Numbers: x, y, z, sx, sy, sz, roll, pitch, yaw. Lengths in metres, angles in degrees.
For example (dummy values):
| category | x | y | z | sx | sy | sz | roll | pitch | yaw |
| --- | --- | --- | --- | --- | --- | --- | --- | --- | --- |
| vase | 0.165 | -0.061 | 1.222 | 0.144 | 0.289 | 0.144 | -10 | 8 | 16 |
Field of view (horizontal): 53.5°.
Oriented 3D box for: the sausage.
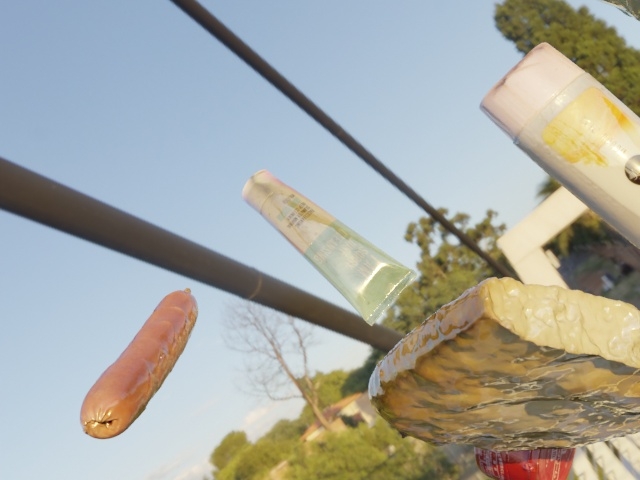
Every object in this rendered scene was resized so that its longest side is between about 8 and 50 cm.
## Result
| category | x | y | z | sx | sy | sz | roll | pitch | yaw |
| --- | --- | --- | --- | --- | --- | --- | --- | --- | --- |
| sausage | -0.263 | 0.175 | 0.993 | 0.088 | 0.088 | 0.433 | -43 | 10 | 16 |

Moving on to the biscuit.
| category | x | y | z | sx | sy | sz | roll | pitch | yaw |
| --- | --- | --- | --- | --- | --- | --- | --- | --- | --- |
| biscuit | 0.285 | 0.185 | 0.822 | 0.429 | 0.104 | 0.446 | 9 | -31 | -14 |

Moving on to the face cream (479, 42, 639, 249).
| category | x | y | z | sx | sy | sz | roll | pitch | yaw |
| --- | --- | --- | --- | --- | --- | --- | --- | --- | --- |
| face cream | 0.295 | -0.087 | 0.661 | 0.107 | 0.269 | 0.073 | -41 | -15 | -6 |

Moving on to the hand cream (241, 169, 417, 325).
| category | x | y | z | sx | sy | sz | roll | pitch | yaw |
| --- | --- | --- | --- | --- | --- | --- | --- | --- | --- |
| hand cream | 0.000 | 0.000 | 1.024 | 0.111 | 0.312 | 0.070 | -47 | -22 | -14 |

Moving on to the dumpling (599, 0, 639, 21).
| category | x | y | z | sx | sy | sz | roll | pitch | yaw |
| --- | --- | --- | --- | --- | --- | --- | --- | --- | --- |
| dumpling | 0.367 | -0.456 | 0.838 | 0.320 | 0.211 | 0.270 | 18 | -95 | -43 |

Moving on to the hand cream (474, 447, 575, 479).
| category | x | y | z | sx | sy | sz | roll | pitch | yaw |
| --- | --- | --- | --- | --- | --- | --- | --- | --- | --- |
| hand cream | 0.372 | 0.349 | 1.136 | 0.193 | 0.125 | 0.193 | -14 | -71 | -47 |
